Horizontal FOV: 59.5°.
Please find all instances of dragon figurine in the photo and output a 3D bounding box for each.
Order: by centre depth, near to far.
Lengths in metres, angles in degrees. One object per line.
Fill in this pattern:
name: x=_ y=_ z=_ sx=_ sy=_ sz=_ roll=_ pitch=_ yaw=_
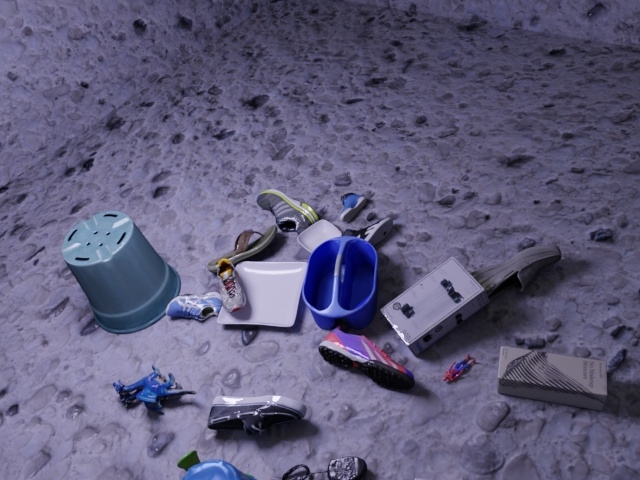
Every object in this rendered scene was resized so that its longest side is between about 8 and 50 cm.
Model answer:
dragon figurine: x=-0.513 y=0.481 z=1.742 sx=0.289 sy=0.085 sz=0.144 roll=16 pitch=53 yaw=28

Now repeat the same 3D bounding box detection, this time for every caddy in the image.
caddy: x=0.073 y=0.134 z=1.857 sx=0.241 sy=0.179 sz=0.342 roll=-2 pitch=47 yaw=14

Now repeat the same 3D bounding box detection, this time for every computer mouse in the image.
computer mouse: x=0.010 y=0.631 z=1.507 sx=0.241 sy=0.041 sz=0.071 roll=-12 pitch=47 yaw=12

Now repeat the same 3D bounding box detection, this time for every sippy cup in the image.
sippy cup: x=-0.251 y=0.669 z=1.401 sx=0.305 sy=0.224 sz=0.240 roll=4 pitch=49 yaw=17

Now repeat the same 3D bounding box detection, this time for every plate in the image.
plate: x=-0.195 y=0.192 z=1.964 sx=0.277 sy=0.045 sz=0.278 roll=-1 pitch=48 yaw=15

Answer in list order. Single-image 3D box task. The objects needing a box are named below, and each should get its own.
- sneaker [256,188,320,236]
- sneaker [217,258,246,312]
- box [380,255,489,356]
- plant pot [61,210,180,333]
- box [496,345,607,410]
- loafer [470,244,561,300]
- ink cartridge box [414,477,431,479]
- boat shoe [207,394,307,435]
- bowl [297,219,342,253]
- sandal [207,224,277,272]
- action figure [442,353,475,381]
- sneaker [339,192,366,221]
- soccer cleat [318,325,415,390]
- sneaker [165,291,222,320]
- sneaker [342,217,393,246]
sneaker: x=-0.149 y=-0.109 z=2.197 sx=0.299 sy=0.111 sz=0.121 roll=23 pitch=61 yaw=34
sneaker: x=-0.319 y=0.156 z=1.934 sx=0.088 sy=0.093 sz=0.225 roll=-21 pitch=47 yaw=-6
box: x=0.354 y=0.202 z=1.734 sx=0.290 sy=0.087 sz=0.169 roll=-38 pitch=47 yaw=0
plant pot: x=-0.718 y=0.099 z=1.986 sx=0.340 sy=0.334 sz=0.341 roll=-7 pitch=47 yaw=8
box: x=0.632 y=0.377 z=1.540 sx=0.274 sy=0.094 sz=0.113 roll=4 pitch=49 yaw=19
loafer: x=0.629 y=0.112 z=1.790 sx=0.319 sy=0.112 sz=0.112 roll=-24 pitch=51 yaw=2
ink cartridge box: x=0.305 y=0.704 z=1.346 sx=0.180 sy=0.056 sz=0.225 roll=2 pitch=46 yaw=17
boat shoe: x=-0.188 y=0.513 z=1.616 sx=0.300 sy=0.108 sz=0.102 roll=-2 pitch=47 yaw=16
bowl: x=0.000 y=0.000 z=2.084 sx=0.142 sy=0.053 sz=0.142 roll=-35 pitch=47 yaw=-16
sandal: x=-0.293 y=0.020 z=2.095 sx=0.302 sy=0.086 sz=0.120 roll=-29 pitch=15 yaw=-11
action figure: x=0.404 y=0.378 z=1.646 sx=0.115 sy=0.030 sz=0.038 roll=-35 pitch=54 yaw=-16
sneaker: x=0.103 y=-0.134 z=2.184 sx=0.084 sy=0.058 sz=0.152 roll=28 pitch=55 yaw=27
soccer cleat: x=0.149 y=0.349 z=1.689 sx=0.318 sy=0.109 sz=0.116 roll=16 pitch=49 yaw=30
sneaker: x=-0.443 y=0.236 z=1.960 sx=0.211 sy=0.080 sz=0.081 roll=-12 pitch=42 yaw=4
sneaker: x=0.159 y=-0.030 z=2.059 sx=0.121 sy=0.079 sz=0.217 roll=30 pitch=61 yaw=35
